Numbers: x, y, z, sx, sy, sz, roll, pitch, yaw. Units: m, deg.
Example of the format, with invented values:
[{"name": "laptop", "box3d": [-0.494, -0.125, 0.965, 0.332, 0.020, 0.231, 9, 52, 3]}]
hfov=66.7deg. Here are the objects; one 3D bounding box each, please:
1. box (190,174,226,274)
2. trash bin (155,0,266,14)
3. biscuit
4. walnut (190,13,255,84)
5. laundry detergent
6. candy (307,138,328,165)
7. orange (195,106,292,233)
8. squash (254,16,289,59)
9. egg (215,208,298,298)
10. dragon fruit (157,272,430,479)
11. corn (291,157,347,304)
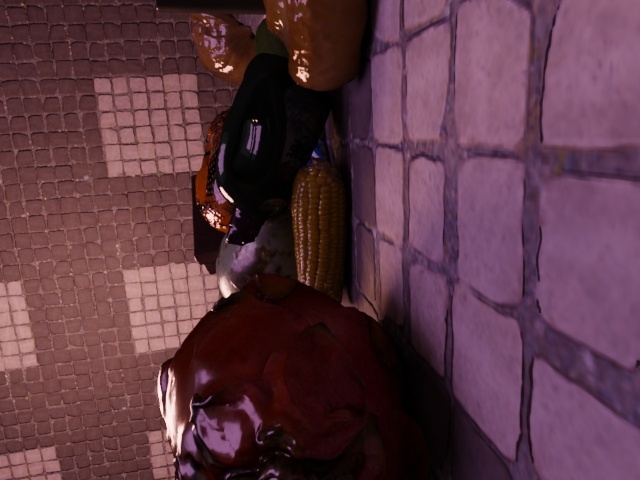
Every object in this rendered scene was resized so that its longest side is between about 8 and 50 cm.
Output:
[{"name": "box", "box3d": [-0.146, -0.050, 0.990, 0.086, 0.215, 0.215, 79, 178, -56]}, {"name": "trash bin", "box3d": [-0.203, -0.525, 0.956, 0.122, 0.241, 0.164, 94, 166, -45]}, {"name": "biscuit", "box3d": [-0.019, -0.300, 0.477, 0.213, 0.091, 0.274, 93, 169, -50]}, {"name": "walnut", "box3d": [-0.197, -0.432, 1.114, 0.141, 0.204, 0.238, -59, -25, 10]}, {"name": "laundry detergent", "box3d": [-0.071, -0.097, 0.584, 0.144, 0.078, 0.221, 19, -84, -60]}, {"name": "candy", "box3d": [-0.006, -0.088, 0.688, 0.088, 0.038, 0.136, -51, 52, 57]}, {"name": "orange", "box3d": [-0.120, -0.121, 0.846, 0.234, 0.183, 0.234, -56, 22, 37]}, {"name": "squash", "box3d": [-0.066, -0.300, 0.788, 0.068, 0.078, 0.219, 100, 160, -46]}, {"name": "egg", "box3d": [-0.071, 0.034, 0.729, 0.231, 0.169, 0.168, 112, 151, -60]}, {"name": "dragon fruit", "box3d": [-0.035, 0.158, 0.461, 0.315, 0.251, 0.250, 125, 140, -54]}, {"name": "corn", "box3d": [0.000, 0.000, 0.603, 0.067, 0.068, 0.206, -120, 26, -67]}]
